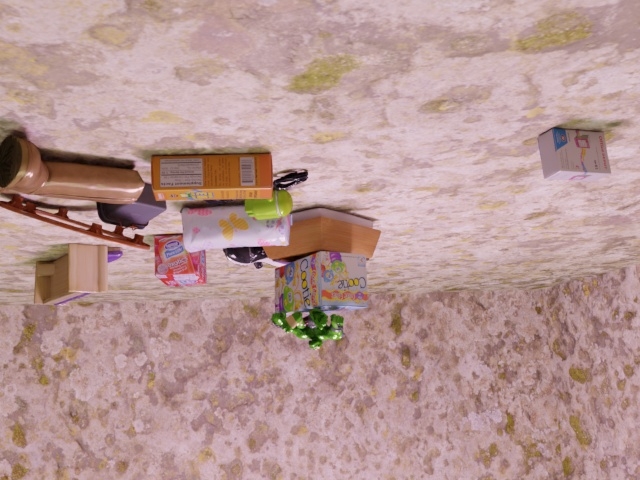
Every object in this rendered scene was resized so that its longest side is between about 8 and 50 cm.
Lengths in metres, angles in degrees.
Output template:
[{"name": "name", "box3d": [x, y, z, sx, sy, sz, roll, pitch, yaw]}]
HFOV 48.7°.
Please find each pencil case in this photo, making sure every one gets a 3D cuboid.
[{"name": "pencil case", "box3d": [-0.208, -0.034, 1.749, 0.273, 0.113, 0.124, -4, 179, 3]}]

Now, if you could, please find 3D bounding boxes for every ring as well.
[{"name": "ring", "box3d": [-0.539, -0.042, 1.570, 0.337, 0.032, 0.336, 17, 178, 1]}]

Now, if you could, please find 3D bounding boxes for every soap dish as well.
[{"name": "soap dish", "box3d": [0.000, 0.000, 1.966, 0.229, 0.118, 0.291, -11, 167, 35]}]

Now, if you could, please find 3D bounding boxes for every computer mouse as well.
[{"name": "computer mouse", "box3d": [-0.143, -0.124, 1.530, 0.242, 0.041, 0.071, -11, 166, 6]}]

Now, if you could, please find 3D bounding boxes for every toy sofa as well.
[{"name": "toy sofa", "box3d": [-0.772, 0.118, 2.254, 0.177, 0.150, 0.362, 7, 165, -38]}]

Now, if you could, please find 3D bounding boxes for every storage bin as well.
[{"name": "storage bin", "box3d": [-0.405, -0.078, 1.542, 0.091, 0.098, 0.135, -23, 160, 30]}]

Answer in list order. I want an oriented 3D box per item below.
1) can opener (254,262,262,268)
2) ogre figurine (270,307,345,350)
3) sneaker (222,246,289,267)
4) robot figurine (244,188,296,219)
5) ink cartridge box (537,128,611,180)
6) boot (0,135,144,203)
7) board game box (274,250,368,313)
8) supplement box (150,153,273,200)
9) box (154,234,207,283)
[{"name": "can opener", "box3d": [-0.238, 0.062, 2.373, 0.059, 0.073, 0.186, -8, 180, -17]}, {"name": "ogre figurine", "box3d": [-0.017, 0.223, 1.829, 0.197, 0.097, 0.118, -20, 143, 16]}, {"name": "sneaker", "box3d": [-0.157, 0.006, 2.071, 0.124, 0.107, 0.283, -31, 158, 36]}, {"name": "robot figurine", "box3d": [-0.116, -0.084, 1.637, 0.115, 0.067, 0.101, -6, 157, 12]}, {"name": "ink cartridge box", "box3d": [0.488, -0.163, 1.357, 0.122, 0.088, 0.052, 1, 165, -21]}, {"name": "boot", "box3d": [-0.457, -0.124, 1.315, 0.269, 0.089, 0.236, 5, 176, -37]}, {"name": "board game box", "box3d": [-0.004, 0.125, 1.921, 0.144, 0.142, 0.275, 5, 167, -28]}, {"name": "supplement box", "box3d": [-0.211, -0.123, 1.387, 0.233, 0.080, 0.078, 0, 166, -6]}, {"name": "box", "box3d": [-0.422, 0.064, 2.152, 0.128, 0.122, 0.257, -2, 169, -3]}]
